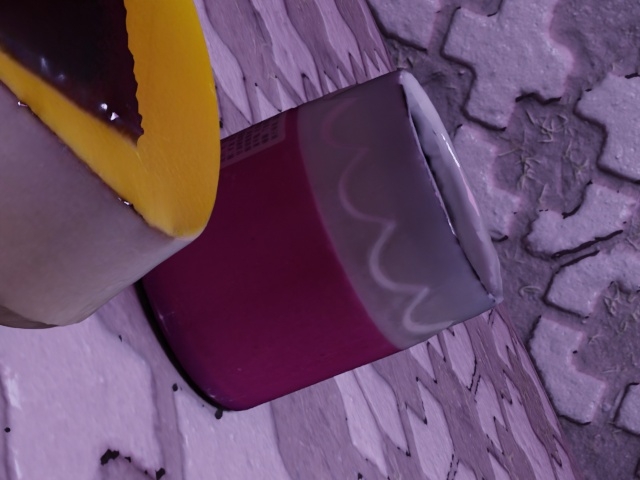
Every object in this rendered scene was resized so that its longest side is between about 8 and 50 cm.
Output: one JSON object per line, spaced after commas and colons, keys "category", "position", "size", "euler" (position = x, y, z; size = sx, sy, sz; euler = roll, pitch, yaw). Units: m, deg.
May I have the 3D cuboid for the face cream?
{"category": "face cream", "position": [0.000, 0.000, 0.865], "size": [0.175, 0.195, 0.175], "euler": [60, 15, -27]}

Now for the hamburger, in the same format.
{"category": "hamburger", "position": [-0.158, -0.087, 0.551], "size": [0.295, 0.151, 0.227], "euler": [55, 23, -51]}
